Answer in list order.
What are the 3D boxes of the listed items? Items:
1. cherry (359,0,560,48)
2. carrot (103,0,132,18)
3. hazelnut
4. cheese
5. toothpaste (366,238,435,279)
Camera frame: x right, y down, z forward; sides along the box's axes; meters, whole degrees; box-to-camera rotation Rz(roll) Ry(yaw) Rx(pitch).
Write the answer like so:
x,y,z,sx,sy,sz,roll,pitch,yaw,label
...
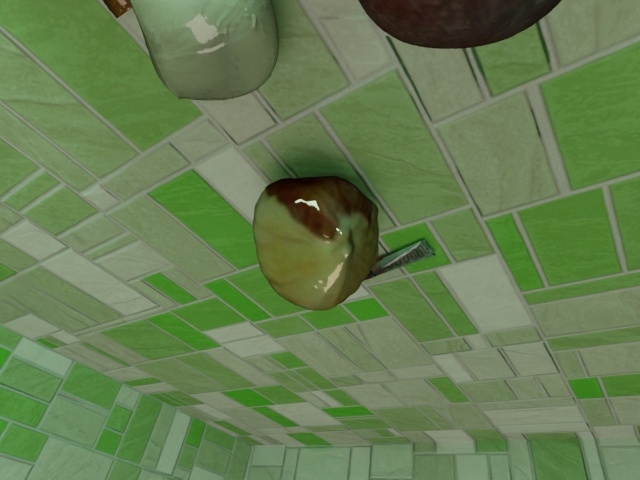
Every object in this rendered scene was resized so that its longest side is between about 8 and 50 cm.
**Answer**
x,y,z,sx,sy,sz,roll,pitch,yaw,label
0.144,-0.304,0.403,0.236,0.213,0.285,-23,160,-5,cherry
-0.319,-0.395,0.530,0.061,0.061,0.210,-17,131,30,carrot
0.000,0.000,0.772,0.261,0.261,0.241,40,163,-31,hazelnut
-0.151,-0.280,0.553,0.189,0.154,0.198,1,143,5,cheese
0.162,0.052,0.969,0.205,0.036,0.056,-25,127,30,toothpaste
